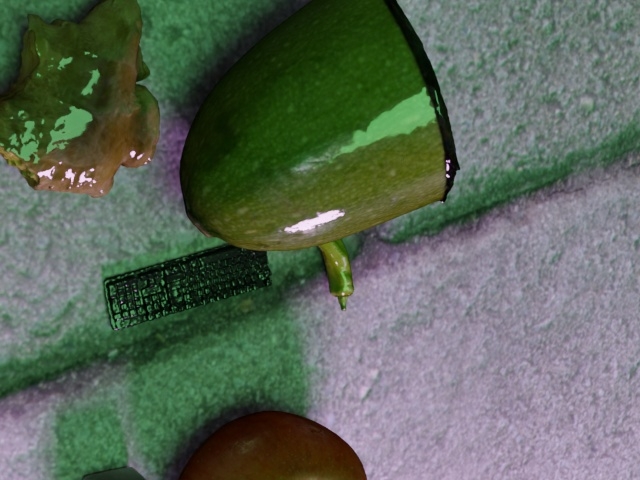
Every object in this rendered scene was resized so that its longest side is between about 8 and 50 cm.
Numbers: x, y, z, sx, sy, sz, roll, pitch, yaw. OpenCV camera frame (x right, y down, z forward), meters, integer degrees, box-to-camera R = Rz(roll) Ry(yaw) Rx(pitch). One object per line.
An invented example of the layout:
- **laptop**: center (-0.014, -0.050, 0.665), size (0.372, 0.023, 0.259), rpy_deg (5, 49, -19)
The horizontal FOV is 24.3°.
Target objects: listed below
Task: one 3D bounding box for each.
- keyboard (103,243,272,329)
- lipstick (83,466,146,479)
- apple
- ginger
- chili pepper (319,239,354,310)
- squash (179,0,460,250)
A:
- **keyboard**: center (-0.166, 0.054, 1.903), size (0.231, 0.023, 0.072), rpy_deg (-16, 111, -27)
- **lipstick**: center (-0.265, 0.485, 1.949), size (0.076, 0.080, 0.372), rpy_deg (-8, 111, -29)
- **apple**: center (-0.064, 0.355, 1.956), size (0.271, 0.206, 0.252), rpy_deg (-7, 106, -29)
- **ginger**: center (-0.264, -0.178, 1.703), size (0.219, 0.123, 0.270), rpy_deg (38, 85, -32)
- **chili pepper**: center (0.001, -0.001, 1.980), size (0.049, 0.043, 0.208), rpy_deg (-26, 116, 6)
- **squash**: center (-0.035, -0.134, 1.794), size (0.308, 0.310, 0.310), rpy_deg (-21, 117, -9)
